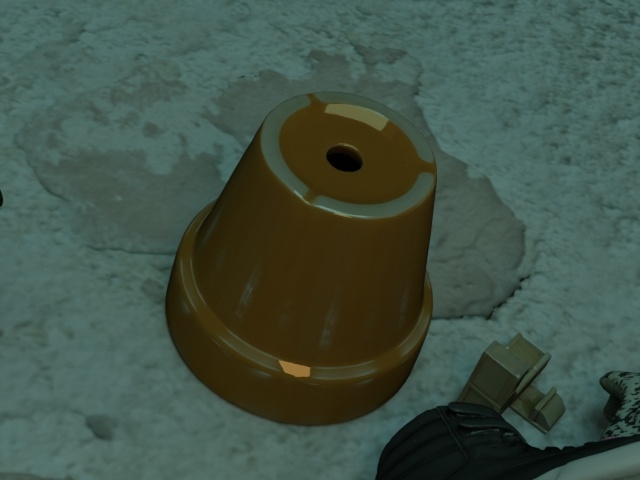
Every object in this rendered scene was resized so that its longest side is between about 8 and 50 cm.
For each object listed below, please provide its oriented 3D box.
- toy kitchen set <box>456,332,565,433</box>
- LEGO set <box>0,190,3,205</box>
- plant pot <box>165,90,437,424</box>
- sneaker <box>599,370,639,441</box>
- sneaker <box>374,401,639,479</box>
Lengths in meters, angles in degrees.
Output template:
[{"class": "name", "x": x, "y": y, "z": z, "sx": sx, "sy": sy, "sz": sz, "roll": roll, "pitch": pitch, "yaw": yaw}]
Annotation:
[{"class": "toy kitchen set", "x": 0.164, "y": 0.104, "z": 0.952, "sx": 0.068, "sy": 0.075, "sz": 0.083, "roll": 38, "pitch": 52, "yaw": 17}, {"class": "LEGO set", "x": -0.396, "y": -0.046, "z": 0.789, "sx": 0.331, "sy": 0.255, "sz": 0.192, "roll": -21, "pitch": 73, "yaw": -24}, {"class": "plant pot", "x": 0.000, "y": 0.000, "z": 0.918, "sx": 0.205, "sy": 0.188, "sz": 0.205, "roll": 9, "pitch": 46, "yaw": -10}, {"class": "sneaker", "x": 0.201, "y": 0.230, "z": 0.840, "sx": 0.182, "sy": 0.158, "sz": 0.410, "roll": 7, "pitch": 38, "yaw": 34}, {"class": "sneaker", "x": 0.137, "y": 0.147, "z": 0.788, "sx": 0.104, "sy": 0.295, "sz": 0.147, "roll": 47, "pitch": 30, "yaw": -26}]
